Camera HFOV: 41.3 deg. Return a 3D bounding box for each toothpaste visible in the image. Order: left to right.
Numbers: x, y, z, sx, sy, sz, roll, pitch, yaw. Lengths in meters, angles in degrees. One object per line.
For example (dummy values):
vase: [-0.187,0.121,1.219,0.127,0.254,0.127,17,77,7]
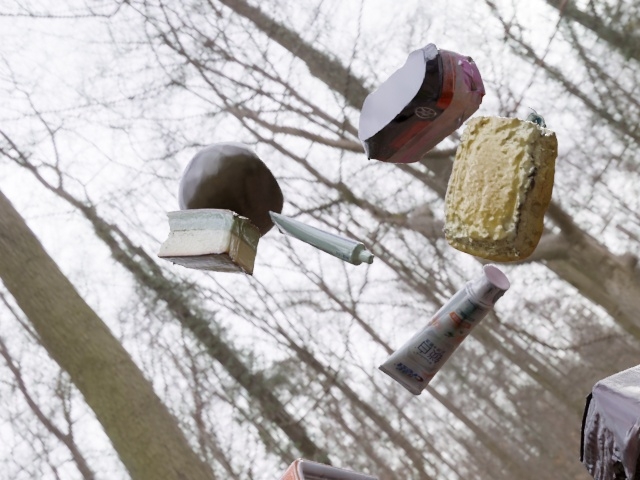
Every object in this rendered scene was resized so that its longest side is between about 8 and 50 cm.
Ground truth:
toothpaste: [0.001,0.000,1.715,0.069,0.268,0.047,14,-85,-53]
toothpaste: [0.231,0.172,1.587,0.323,0.100,0.066,-54,3,34]

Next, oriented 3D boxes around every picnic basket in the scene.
picnic basket: [0.580,-0.321,2.326,0.083,0.083,0.065,24,-72,-34]
picnic basket: [0.502,0.266,1.207,0.296,0.129,0.223,-12,-66,-24]

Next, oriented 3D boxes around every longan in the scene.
longan: [-0.202,-0.107,1.897,0.246,0.215,0.246,-22,-29,-13]

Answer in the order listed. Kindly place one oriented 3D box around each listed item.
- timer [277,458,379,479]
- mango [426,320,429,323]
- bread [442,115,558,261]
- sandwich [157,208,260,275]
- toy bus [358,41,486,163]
timer: [0.035,0.493,1.295,0.161,0.250,0.257,-47,-40,11]
mango: [0.300,0.228,2.094,0.060,0.089,0.046,-55,-14,9]
bread: [0.295,-0.090,1.417,0.121,0.174,0.246,11,-91,-54]
sandwich: [-0.234,-0.002,1.702,0.220,0.186,0.108,59,-141,-75]
toy bus: [0.187,-0.255,1.619,0.147,0.128,0.302,7,-21,-23]
